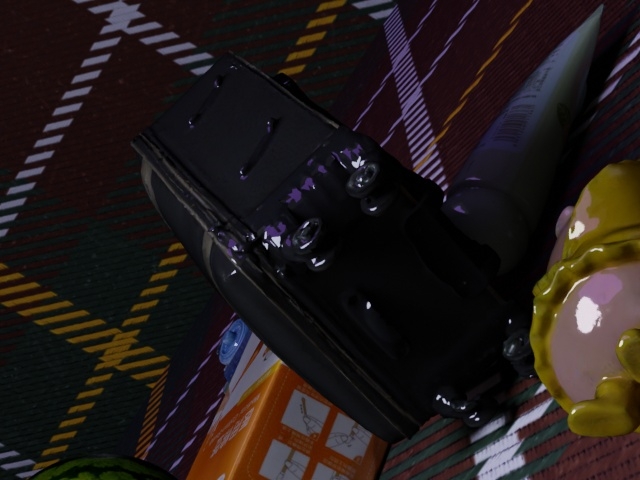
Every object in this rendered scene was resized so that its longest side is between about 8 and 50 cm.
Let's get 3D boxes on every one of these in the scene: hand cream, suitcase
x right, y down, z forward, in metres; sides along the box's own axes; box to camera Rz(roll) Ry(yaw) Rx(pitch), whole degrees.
[{"bbox_3d":[0.198,-0.099,1.572,0.306,0.093,0.147,-63,7,-33],"label":"hand cream"},{"bbox_3d":[0.000,0.000,1.421,0.194,0.283,0.434,-44,28,0],"label":"suitcase"}]

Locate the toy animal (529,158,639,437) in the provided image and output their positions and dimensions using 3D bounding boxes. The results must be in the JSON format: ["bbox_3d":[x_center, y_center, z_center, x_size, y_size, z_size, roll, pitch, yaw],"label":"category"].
[{"bbox_3d":[0.203,0.037,0.992,0.156,0.156,0.230,-53,1,35],"label":"toy animal"}]

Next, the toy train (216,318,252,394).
[{"bbox_3d":[-0.019,0.095,2.051,0.299,0.131,0.202,-60,16,1],"label":"toy train"}]

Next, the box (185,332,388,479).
[{"bbox_3d":[-0.023,0.198,1.667,0.225,0.143,0.341,-48,16,54],"label":"box"}]

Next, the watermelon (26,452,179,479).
[{"bbox_3d":[-0.260,0.394,1.881,0.285,0.285,0.285,-57,9,15],"label":"watermelon"}]
